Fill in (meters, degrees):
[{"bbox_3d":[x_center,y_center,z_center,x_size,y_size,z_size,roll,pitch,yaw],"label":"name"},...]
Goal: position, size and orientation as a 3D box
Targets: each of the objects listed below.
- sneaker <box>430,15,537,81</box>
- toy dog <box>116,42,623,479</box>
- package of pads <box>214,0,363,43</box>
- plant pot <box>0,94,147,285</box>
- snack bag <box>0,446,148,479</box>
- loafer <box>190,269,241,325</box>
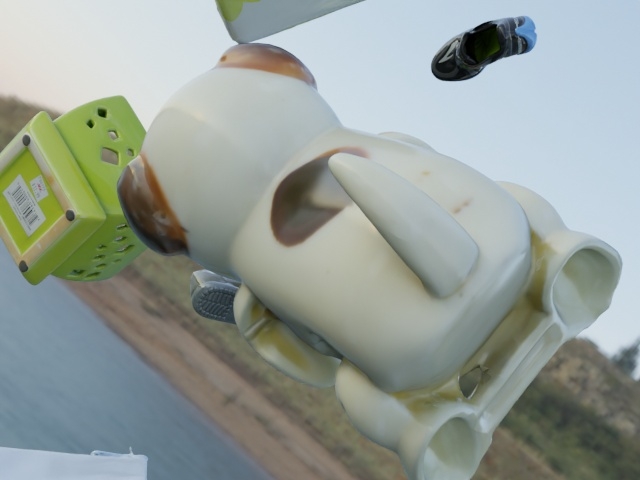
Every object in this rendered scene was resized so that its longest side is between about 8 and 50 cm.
[{"bbox_3d":[0.206,-0.259,1.576,0.188,0.078,0.067,-13,-95,58],"label":"sneaker"},{"bbox_3d":[0.000,0.000,1.071,0.408,0.285,0.395,35,2,32],"label":"toy dog"},{"bbox_3d":[-0.019,-0.411,1.566,0.101,0.296,0.229,-110,-179,-57],"label":"package of pads"},{"bbox_3d":[-0.383,-0.069,1.814,0.207,0.227,0.228,-15,71,-56],"label":"plant pot"},{"bbox_3d":[-0.339,0.336,1.247,0.323,0.037,0.343,7,31,-15],"label":"snack bag"},{"bbox_3d":[-0.128,0.103,2.050,0.251,0.094,0.087,27,19,-43],"label":"loafer"}]
